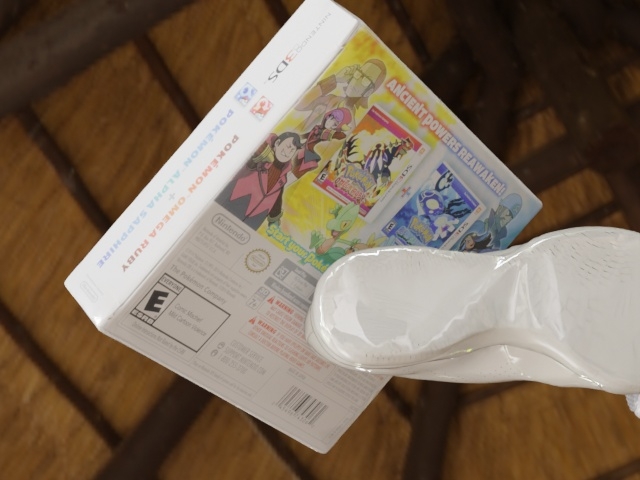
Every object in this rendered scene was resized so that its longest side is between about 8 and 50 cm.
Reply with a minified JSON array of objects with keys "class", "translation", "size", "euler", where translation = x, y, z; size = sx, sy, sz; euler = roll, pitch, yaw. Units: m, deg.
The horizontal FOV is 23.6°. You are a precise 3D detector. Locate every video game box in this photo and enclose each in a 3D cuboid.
[{"class":"video game box","translation":[0.000,0.000,0.781],"size":[0.187,0.048,0.205],"euler":[-47,-40,4]}]

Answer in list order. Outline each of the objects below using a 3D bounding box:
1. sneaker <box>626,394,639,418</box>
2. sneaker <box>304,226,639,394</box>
[{"class":"sneaker","translation":[0.283,0.014,0.892],"size":[0.115,0.105,0.281],"euler":[28,-62,-14]},{"class":"sneaker","translation":[0.097,0.041,0.764],"size":[0.212,0.080,0.094],"euler":[4,-18,-7]}]
